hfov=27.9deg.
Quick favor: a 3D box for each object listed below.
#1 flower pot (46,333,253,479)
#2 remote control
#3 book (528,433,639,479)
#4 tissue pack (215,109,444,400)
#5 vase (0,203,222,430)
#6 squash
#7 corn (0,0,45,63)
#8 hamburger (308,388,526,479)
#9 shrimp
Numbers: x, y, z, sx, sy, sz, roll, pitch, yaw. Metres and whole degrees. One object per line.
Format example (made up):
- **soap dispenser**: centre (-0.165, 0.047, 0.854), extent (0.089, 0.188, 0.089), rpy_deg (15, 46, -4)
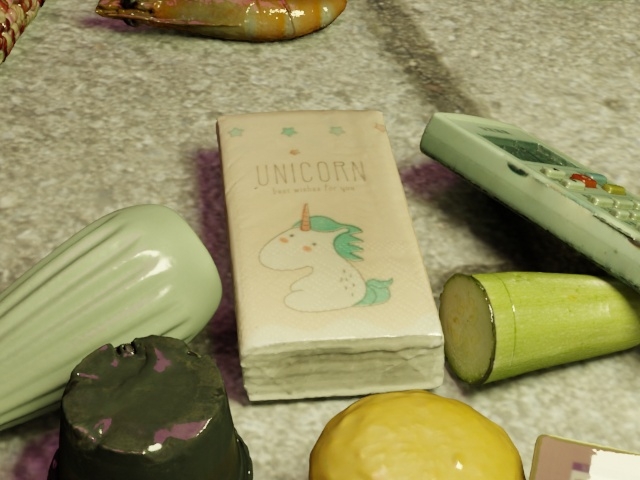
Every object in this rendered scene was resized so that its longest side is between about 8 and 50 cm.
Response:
- **flower pot**: centre (-0.127, 0.144, 0.957), extent (0.157, 0.107, 0.157), rpy_deg (2, 40, -2)
- **remote control**: centre (0.248, -0.022, 1.149), extent (0.145, 0.050, 0.344), rpy_deg (3, 26, -47)
- **book**: centre (0.213, 0.285, 0.795), extent (0.217, 0.021, 0.310), rpy_deg (11, 62, 11)
- **tissue pack**: centre (0.000, 0.000, 1.152), extent (0.170, 0.071, 0.325), rpy_deg (-5, 41, -6)
- **vase**: centre (-0.204, 0.071, 1.030), extent (0.248, 0.128, 0.128), rpy_deg (-33, 51, -22)
- **squash**: centre (0.219, 0.068, 1.081), extent (0.224, 0.094, 0.094), rpy_deg (-2, 41, -17)
- **corn**: centre (-0.352, -0.270, 1.438), extent (0.092, 0.092, 0.280), rpy_deg (11, 40, 10)
- **hamburger**: centre (0.066, 0.182, 0.912), extent (0.162, 0.115, 0.162), rpy_deg (3, 41, -3)
- **shrimp**: centre (-0.112, -0.281, 1.477), extent (0.287, 0.063, 0.152), rpy_deg (0, 39, -7)
